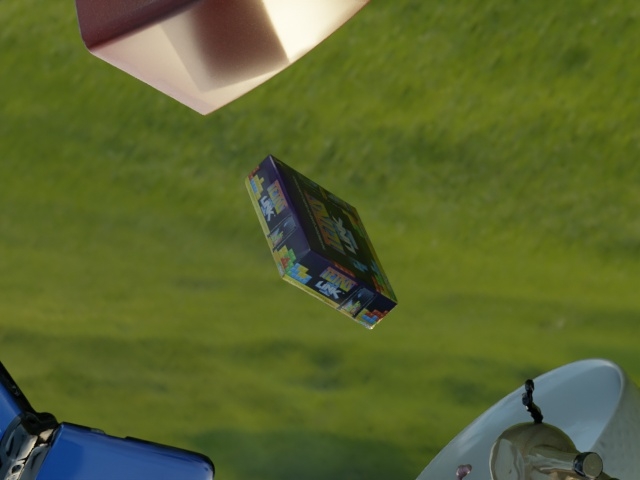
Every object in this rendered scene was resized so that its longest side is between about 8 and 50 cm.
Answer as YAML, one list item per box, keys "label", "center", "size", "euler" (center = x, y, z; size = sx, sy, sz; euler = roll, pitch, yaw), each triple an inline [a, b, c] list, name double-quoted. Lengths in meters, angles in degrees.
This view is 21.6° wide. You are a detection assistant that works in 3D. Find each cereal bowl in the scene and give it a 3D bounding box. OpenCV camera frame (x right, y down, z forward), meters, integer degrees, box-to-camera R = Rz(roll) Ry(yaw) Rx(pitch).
- label: "cereal bowl"
  center: [0.228, 0.287, 1.771]
  size: [0.141, 0.339, 0.339]
  euler: [48, 164, -10]

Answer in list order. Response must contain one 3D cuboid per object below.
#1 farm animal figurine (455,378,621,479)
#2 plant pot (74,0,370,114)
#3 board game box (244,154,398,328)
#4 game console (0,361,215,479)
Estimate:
- label: "farm animal figurine"
  center: [0.096, 0.312, 1.218]
  size: [0.172, 0.330, 0.326]
  euler: [14, 137, 60]
- label: "plant pot"
  center: [-0.094, -0.315, 1.696]
  size: [0.236, 0.267, 0.267]
  euler: [-18, 163, 19]
- label: "board game box"
  center: [0.000, 0.000, 1.808]
  size: [0.141, 0.048, 0.170]
  euler: [32, -157, -38]
- label: "game console"
  center: [-0.276, 0.227, 1.553]
  size: [0.173, 0.293, 0.250]
  euler: [-8, -132, -46]
